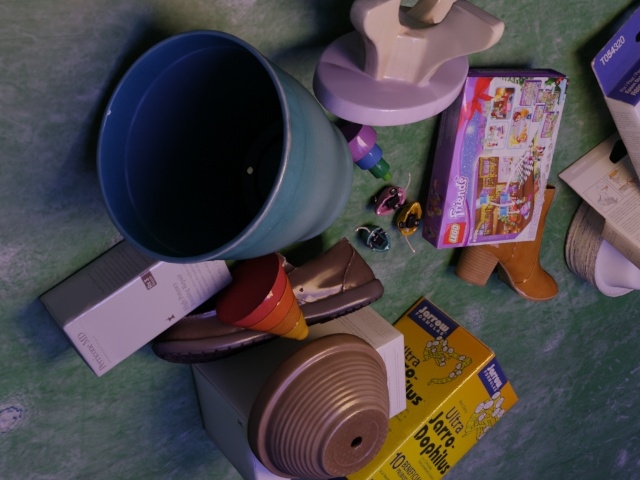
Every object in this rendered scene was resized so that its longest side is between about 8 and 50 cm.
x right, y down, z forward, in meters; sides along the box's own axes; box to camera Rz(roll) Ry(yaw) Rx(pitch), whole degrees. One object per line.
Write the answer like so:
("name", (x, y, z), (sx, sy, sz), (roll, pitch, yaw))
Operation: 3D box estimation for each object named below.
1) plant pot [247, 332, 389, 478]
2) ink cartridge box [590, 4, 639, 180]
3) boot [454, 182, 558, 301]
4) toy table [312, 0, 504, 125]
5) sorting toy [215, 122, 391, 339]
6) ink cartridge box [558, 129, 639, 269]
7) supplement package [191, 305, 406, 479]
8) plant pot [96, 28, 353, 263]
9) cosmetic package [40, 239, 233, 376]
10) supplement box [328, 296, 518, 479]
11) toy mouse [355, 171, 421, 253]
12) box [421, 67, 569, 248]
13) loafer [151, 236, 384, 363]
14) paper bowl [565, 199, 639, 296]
("plant pot", (0.021, 0.262, 1.452), (0.237, 0.110, 0.237), (-19, 126, -29))
("ink cartridge box", (0.651, -0.285, 1.799), (0.324, 0.071, 0.330), (-47, 124, -20))
("boot", (0.388, -0.005, 1.850), (0.295, 0.104, 0.211), (12, 111, -41))
("toy table", (0.111, -0.278, 1.322), (0.274, 0.252, 0.161), (-49, 162, -46))
("sorting toy", (0.000, 0.000, 1.439), (0.126, 0.127, 0.365), (44, 68, -28))
("ink cartridge box", (0.644, -0.104, 1.905), (0.296, 0.261, 0.066), (-35, 154, -16))
("supplement package", (-0.031, 0.231, 1.596), (0.293, 0.175, 0.177), (-26, 132, -25))
("plant pot", (-0.093, -0.096, 1.254), (0.272, 0.271, 0.255), (-59, 152, 10))
("cosmetic package", (-0.245, 0.067, 1.357), (0.231, 0.085, 0.117), (-38, 137, -16))
("supplement box", (0.150, 0.316, 1.806), (0.356, 0.195, 0.194), (-44, 139, -8))
("toy mouse", (0.103, -0.036, 1.629), (0.143, 0.031, 0.161), (-16, 129, -33))
("box", (0.285, -0.135, 1.644), (0.201, 0.057, 0.293), (-4, 115, -26))
("loafer", (-0.088, 0.087, 1.506), (0.366, 0.130, 0.134), (-16, 171, -24))
("paper bowl", (0.648, -0.015, 2.043), (0.284, 0.148, 0.284), (-22, 132, -27))
